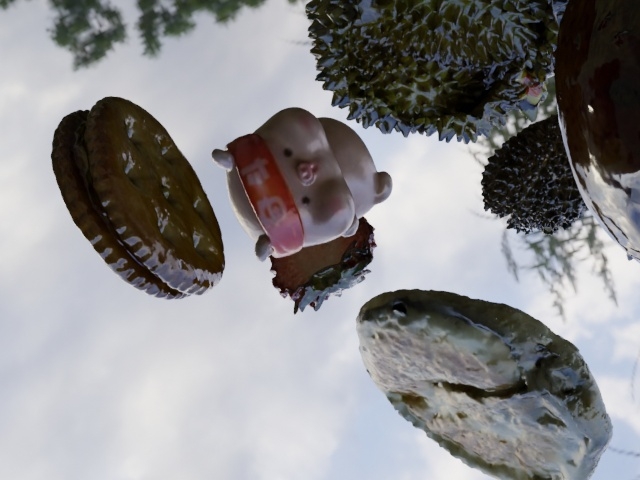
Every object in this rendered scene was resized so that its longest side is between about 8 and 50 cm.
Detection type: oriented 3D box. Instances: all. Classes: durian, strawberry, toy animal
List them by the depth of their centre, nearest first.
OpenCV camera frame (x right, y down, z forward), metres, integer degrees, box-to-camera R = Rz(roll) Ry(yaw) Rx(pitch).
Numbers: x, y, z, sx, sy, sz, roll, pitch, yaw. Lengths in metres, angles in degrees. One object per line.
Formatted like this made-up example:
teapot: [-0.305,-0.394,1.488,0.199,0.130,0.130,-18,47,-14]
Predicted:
durian: [0.127,-0.228,1.043,0.293,0.258,0.258,2,-149,-11]
durian: [0.268,-0.077,1.151,0.148,0.188,0.091,11,-156,-23]
toy animal: [-0.026,-0.070,1.190,0.171,0.171,0.197,1,-163,35]
strawberry: [0.003,0.004,1.459,0.167,0.087,0.208,-30,-136,14]

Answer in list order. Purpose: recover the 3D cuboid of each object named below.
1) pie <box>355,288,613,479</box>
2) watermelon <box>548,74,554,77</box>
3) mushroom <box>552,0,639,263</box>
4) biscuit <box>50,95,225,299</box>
pie: [0.187,0.173,1.233,0.339,0.339,0.077,6,-132,39]
watermelon: [0.306,-0.272,1.469,0.109,0.109,0.109,-18,-147,12]
mushroom: [0.339,-0.127,0.748,0.331,0.334,0.356,29,-89,13]
biscuit: [-0.174,-0.039,1.019,0.066,0.220,0.220,-28,-149,16]
